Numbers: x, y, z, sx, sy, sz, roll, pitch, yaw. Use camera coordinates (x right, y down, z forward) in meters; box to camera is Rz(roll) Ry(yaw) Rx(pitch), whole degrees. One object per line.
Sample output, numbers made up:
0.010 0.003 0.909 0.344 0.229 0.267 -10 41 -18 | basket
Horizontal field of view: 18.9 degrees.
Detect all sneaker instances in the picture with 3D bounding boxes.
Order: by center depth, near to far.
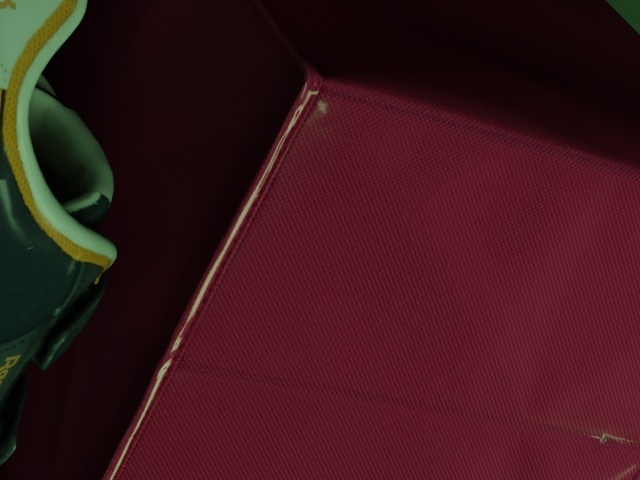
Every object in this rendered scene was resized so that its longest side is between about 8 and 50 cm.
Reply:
-0.143 0.020 0.724 0.127 0.126 0.321 -12 139 -21 | sneaker

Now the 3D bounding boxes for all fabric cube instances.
0.000 0.000 0.845 0.258 0.254 0.259 11 119 -34 | fabric cube
